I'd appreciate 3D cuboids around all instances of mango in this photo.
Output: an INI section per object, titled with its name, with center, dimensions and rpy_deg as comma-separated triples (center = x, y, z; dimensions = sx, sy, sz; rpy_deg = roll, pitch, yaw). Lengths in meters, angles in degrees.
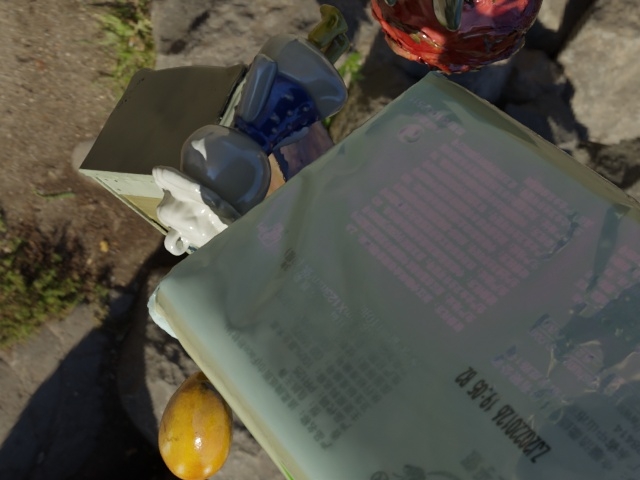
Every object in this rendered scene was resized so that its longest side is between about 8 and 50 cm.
[mango]
center = -0.188, 0.280, 1.373
dimensions = 0.112, 0.145, 0.219
rpy_deg = 0, 140, -13

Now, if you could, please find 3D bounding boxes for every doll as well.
[doll]
center = -0.065, -0.107, 0.902
dimensions = 0.293, 0.119, 0.138
rpy_deg = -56, 158, -12

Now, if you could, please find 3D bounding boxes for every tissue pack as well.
[tissue pack]
center = 0.120, 0.103, 0.686
dimensions = 0.331, 0.405, 0.205
rpy_deg = -39, 143, -8

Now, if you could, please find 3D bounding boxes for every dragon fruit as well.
[dragon fruit]
center = 0.217, -0.421, 1.451
dimensions = 0.296, 0.295, 0.302
rpy_deg = -52, 159, -19

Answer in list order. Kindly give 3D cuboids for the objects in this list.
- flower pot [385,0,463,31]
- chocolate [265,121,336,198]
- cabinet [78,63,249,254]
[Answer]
[flower pot]
center = 0.070, -0.387, 0.807
dimensions = 0.367, 0.164, 0.254
rpy_deg = 42, 106, -12
[chocolate]
center = 0.000, 0.000, 1.084
dimensions = 0.112, 0.112, 0.321
rpy_deg = -45, 113, -38
[cabinet]
center = -0.182, -0.123, 1.585
dimensions = 0.318, 0.289, 0.228
rpy_deg = 44, 62, -43
